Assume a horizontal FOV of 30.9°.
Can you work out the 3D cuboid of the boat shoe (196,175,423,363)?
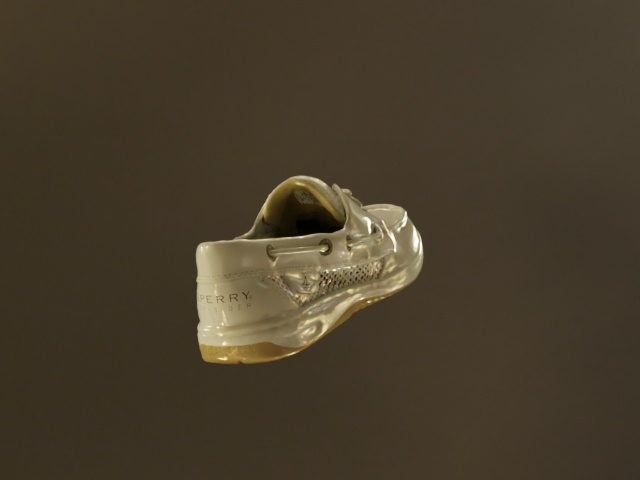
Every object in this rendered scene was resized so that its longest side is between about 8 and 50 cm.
[{"bbox_3d":[0.000,0.000,0.816,0.277,0.098,0.096,-32,-66,-63],"label":"boat shoe"}]
